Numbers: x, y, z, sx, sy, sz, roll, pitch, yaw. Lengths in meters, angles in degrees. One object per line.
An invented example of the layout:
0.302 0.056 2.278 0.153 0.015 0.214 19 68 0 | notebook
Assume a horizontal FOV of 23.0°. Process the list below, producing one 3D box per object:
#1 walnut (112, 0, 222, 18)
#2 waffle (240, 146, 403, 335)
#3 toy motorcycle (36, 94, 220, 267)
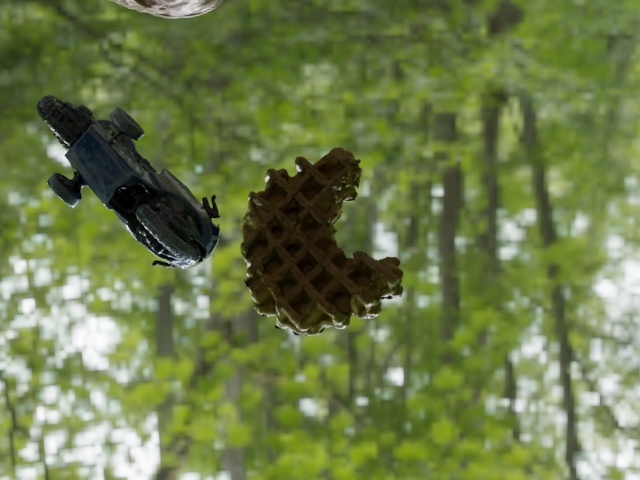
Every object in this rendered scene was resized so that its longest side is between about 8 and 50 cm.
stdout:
-0.154 -0.283 1.391 0.184 0.155 0.155 25 -166 -16 | walnut
0.001 0.002 1.453 0.149 0.051 0.194 -15 -127 13 | waffle
-0.164 -0.047 1.398 0.254 0.092 0.135 45 -175 36 | toy motorcycle
